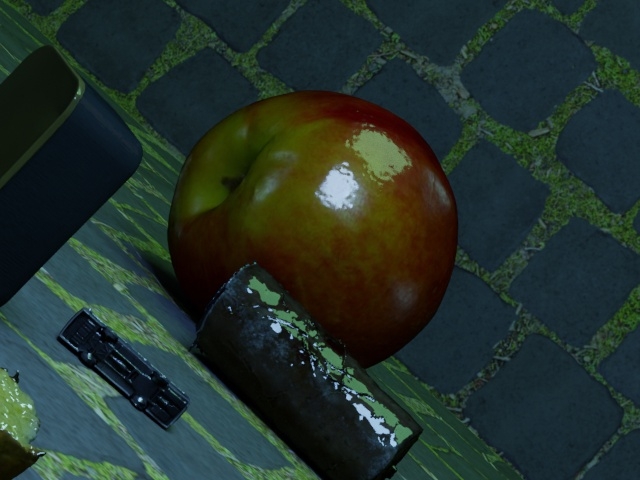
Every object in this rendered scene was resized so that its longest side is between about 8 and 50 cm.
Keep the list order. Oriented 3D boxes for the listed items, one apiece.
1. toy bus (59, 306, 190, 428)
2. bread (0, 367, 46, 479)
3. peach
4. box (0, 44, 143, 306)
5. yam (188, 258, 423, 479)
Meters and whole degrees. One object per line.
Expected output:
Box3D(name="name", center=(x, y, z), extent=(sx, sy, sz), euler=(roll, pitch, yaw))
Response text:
Box3D(name="toy bus", center=(-0.173, 0.112, 1.621), extent=(0.131, 0.037, 0.052), euler=(42, 2, -7))
Box3D(name="bread", center=(-0.244, 0.078, 1.093), extent=(0.187, 0.065, 0.103), euler=(40, 2, -1))
Box3D(name="peach", center=(0.000, 0.000, 2.305), extent=(0.388, 0.388, 0.388), euler=(41, 4, -3))
Box3D(name="box", center=(-0.248, -0.049, 1.494), extent=(0.090, 0.201, 0.144), euler=(44, 1, -31))
Box3D(name="yam", center=(-0.018, 0.159, 2.027), extent=(0.280, 0.131, 0.131), euler=(44, 4, 15))
